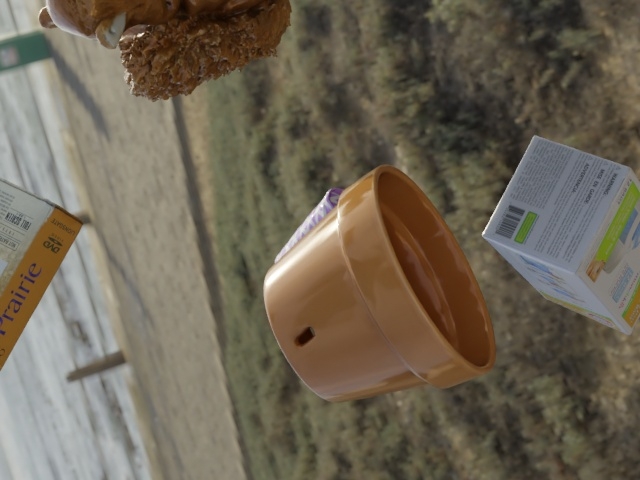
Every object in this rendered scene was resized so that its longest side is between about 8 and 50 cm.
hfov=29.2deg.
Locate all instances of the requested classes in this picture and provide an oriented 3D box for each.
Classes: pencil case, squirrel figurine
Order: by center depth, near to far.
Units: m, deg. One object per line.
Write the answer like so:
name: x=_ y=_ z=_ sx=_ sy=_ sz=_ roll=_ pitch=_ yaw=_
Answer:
squirrel figurine: x=-0.229 y=-0.371 z=1.850 sx=0.281 sy=0.370 sz=0.397 roll=23 pitch=141 yaw=36
pencil case: x=0.000 y=0.000 z=2.145 sx=0.206 sy=0.088 sz=0.086 roll=-51 pitch=16 yaw=38

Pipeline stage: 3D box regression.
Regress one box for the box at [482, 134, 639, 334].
box: x=0.257 y=-0.001 z=1.193 sx=0.103 sy=0.114 sz=0.203 roll=24 pitch=172 yaw=34

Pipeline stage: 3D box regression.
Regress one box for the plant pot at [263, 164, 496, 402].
plant pot: x=0.064 y=0.076 z=1.564 sx=0.291 sy=0.203 sz=0.291 roll=50 pitch=-157 yaw=-31

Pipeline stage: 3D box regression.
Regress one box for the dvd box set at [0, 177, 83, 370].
dvd box set: x=-0.456 y=0.106 z=1.242 sx=0.308 sy=0.420 sz=0.062 roll=22 pitch=169 yaw=33
